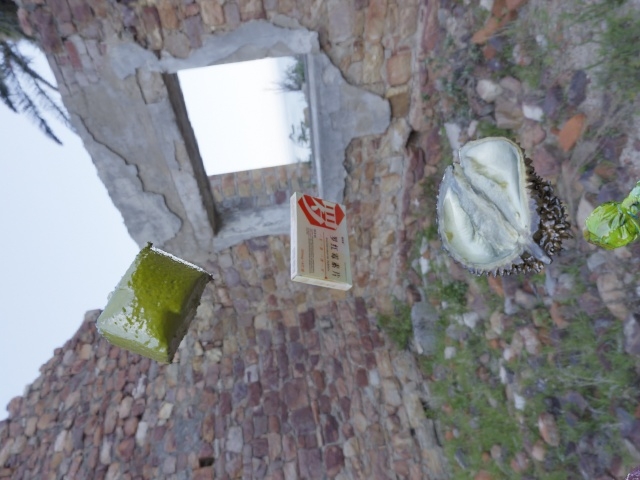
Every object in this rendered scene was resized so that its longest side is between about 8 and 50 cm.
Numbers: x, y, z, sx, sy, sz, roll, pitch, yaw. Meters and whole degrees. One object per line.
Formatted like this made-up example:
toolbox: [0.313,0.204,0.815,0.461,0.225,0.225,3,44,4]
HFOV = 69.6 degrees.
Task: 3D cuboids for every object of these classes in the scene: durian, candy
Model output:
durian: [0.156,-0.020,0.369,0.140,0.071,0.111,-115,34,-54]
candy: [0.500,-0.089,0.696,0.073,0.077,0.262,-112,33,-42]

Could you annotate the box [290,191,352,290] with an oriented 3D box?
box: [0.000,0.000,0.439,0.015,0.058,0.093,-46,38,48]

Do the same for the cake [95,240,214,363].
cake: [-0.297,0.115,0.841,0.260,0.156,0.179,132,158,-63]

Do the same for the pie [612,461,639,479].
pie: [0.307,0.271,0.379,0.049,0.182,0.183,141,121,-80]
